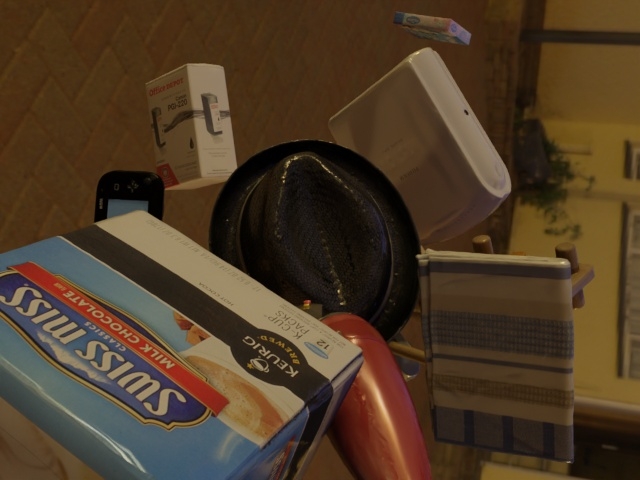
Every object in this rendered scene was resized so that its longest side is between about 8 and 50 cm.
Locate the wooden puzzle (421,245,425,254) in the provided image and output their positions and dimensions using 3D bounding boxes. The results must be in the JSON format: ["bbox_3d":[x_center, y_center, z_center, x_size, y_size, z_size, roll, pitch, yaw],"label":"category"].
[{"bbox_3d":[0.150,0.057,1.613,0.239,0.220,0.044,-120,-144,-55],"label":"wooden puzzle"}]

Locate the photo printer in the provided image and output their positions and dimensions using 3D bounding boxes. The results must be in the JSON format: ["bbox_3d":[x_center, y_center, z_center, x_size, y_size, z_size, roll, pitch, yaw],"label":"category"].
[{"bbox_3d":[0.178,-0.147,1.370,0.107,0.256,0.308,-30,90,-44],"label":"photo printer"}]

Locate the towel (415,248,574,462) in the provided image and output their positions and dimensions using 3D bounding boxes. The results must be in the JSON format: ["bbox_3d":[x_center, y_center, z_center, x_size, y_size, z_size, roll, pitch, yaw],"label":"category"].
[{"bbox_3d":[0.236,0.153,1.035,0.034,0.209,0.285,-25,113,-57],"label":"towel"}]

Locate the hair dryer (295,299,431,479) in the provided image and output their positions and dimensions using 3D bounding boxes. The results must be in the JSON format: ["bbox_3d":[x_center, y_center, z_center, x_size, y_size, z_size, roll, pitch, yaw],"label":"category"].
[{"bbox_3d":[0.052,0.164,0.682,0.224,0.080,0.293,62,-1,-7],"label":"hair dryer"}]

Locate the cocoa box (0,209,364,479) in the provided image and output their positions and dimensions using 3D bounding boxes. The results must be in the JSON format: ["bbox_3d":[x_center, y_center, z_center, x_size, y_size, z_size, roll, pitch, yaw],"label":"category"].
[{"bbox_3d":[-0.166,0.194,0.565,0.228,0.231,0.347,-27,146,-61],"label":"cocoa box"}]

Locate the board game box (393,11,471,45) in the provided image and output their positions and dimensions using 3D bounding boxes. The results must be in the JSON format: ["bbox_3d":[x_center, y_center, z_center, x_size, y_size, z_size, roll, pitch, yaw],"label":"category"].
[{"bbox_3d":[0.167,-0.315,1.142,0.090,0.090,0.020,2,103,-60],"label":"board game box"}]

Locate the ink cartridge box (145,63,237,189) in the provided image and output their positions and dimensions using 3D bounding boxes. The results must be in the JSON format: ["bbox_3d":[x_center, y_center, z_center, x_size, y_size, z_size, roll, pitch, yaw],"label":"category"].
[{"bbox_3d":[-0.250,-0.215,1.480,0.092,0.158,0.218,-5,88,-43],"label":"ink cartridge box"}]

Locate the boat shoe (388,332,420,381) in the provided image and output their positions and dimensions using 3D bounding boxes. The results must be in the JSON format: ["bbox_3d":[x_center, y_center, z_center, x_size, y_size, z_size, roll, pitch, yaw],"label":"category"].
[{"bbox_3d":[0.116,0.196,1.586,0.079,0.228,0.081,-19,160,-38],"label":"boat shoe"}]

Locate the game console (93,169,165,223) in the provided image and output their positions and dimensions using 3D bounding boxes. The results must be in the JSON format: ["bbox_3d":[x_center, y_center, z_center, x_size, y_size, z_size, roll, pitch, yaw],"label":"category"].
[{"bbox_3d":[-0.315,0.072,1.166,0.044,0.213,0.361,143,-49,-81],"label":"game console"}]

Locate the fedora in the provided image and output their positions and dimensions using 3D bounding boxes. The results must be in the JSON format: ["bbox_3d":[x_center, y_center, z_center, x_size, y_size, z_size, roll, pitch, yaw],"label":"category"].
[{"bbox_3d":[0.000,0.000,1.043,0.152,0.334,0.334,114,-13,-76],"label":"fedora"}]

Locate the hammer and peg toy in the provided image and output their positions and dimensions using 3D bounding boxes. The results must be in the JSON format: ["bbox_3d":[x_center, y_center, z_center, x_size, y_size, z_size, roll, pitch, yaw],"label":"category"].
[{"bbox_3d":[0.280,0.113,1.360,0.361,0.266,0.127,-30,114,-35],"label":"hammer and peg toy"}]
